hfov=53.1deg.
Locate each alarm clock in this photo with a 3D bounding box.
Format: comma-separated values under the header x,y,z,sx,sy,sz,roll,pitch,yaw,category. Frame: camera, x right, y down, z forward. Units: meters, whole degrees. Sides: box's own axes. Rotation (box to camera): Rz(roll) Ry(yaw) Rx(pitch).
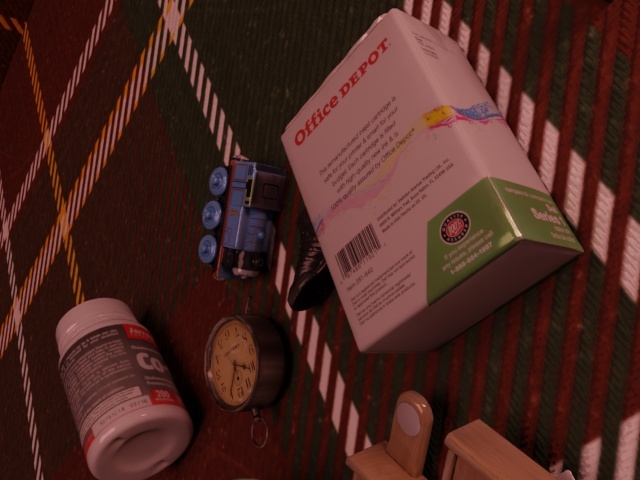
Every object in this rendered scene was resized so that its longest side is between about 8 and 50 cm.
x,y,z,sx,sy,sz,roll,pitch,yaw,category
-0.096,0.183,0.861,0.129,0.064,0.192,-39,54,38,alarm clock

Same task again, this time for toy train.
x,y,z,sx,sy,sz,roll,pitch,yaw,category
-0.112,-0.029,0.907,0.105,0.080,0.184,10,91,43,toy train

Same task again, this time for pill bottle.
x,y,z,sx,sy,sz,roll,pitch,yaw,category
-0.330,0.232,1.043,0.283,0.161,0.161,50,120,41,pill bottle

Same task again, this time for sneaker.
x,y,z,sx,sy,sz,roll,pitch,yaw,category
-0.002,0.000,0.799,0.170,0.051,0.089,-56,47,20,sneaker

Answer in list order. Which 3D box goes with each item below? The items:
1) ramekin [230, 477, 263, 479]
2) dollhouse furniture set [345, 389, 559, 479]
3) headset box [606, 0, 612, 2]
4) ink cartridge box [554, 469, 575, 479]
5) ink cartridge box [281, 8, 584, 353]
x,y,z,sx,sy,sz,roll,pitch,yaw,category
-0.085,0.398,0.645,0.148,0.303,0.303,-41,55,28,ramekin
0.015,0.278,0.474,0.303,0.355,0.173,33,125,47,dollhouse furniture set
0.251,-0.256,0.544,0.083,0.062,0.032,-56,48,26,headset box
0.216,0.236,0.526,0.048,0.028,0.083,-48,52,32,ink cartridge box
0.093,-0.055,0.647,0.201,0.117,0.278,-43,55,36,ink cartridge box
